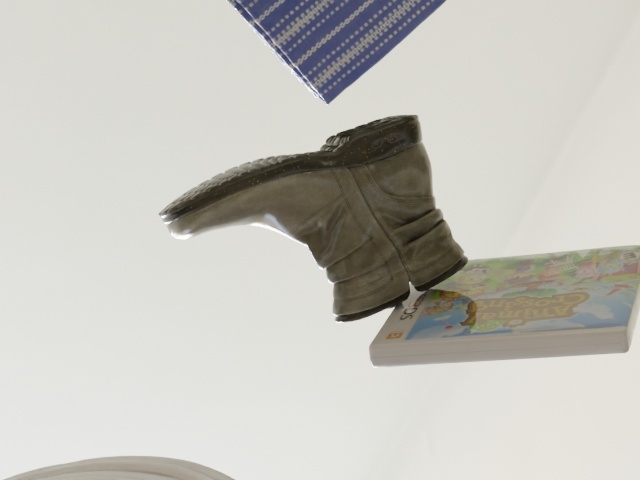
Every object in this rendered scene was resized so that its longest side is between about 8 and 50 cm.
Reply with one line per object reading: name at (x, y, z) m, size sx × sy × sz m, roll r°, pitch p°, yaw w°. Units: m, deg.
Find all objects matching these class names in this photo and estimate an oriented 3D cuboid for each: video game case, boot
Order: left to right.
boot at (0.000, 0.000, 1.264) m, size 0.246 × 0.161 × 0.083 m, roll -18°, pitch 8°, yaw -11°
video game case at (0.166, 0.053, 1.265) m, size 0.212 × 0.193 × 0.023 m, roll -5°, pitch -71°, yaw 20°

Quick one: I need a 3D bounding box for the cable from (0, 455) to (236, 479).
cable at (-0.123, 0.204, 0.696) m, size 0.257 × 0.257 × 0.089 m, roll -6°, pitch -57°, yaw 5°

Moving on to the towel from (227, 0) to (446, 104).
towel at (0.001, -0.308, 1.446) m, size 0.243 × 0.040 × 0.336 m, roll -41°, pitch -47°, yaw 4°
